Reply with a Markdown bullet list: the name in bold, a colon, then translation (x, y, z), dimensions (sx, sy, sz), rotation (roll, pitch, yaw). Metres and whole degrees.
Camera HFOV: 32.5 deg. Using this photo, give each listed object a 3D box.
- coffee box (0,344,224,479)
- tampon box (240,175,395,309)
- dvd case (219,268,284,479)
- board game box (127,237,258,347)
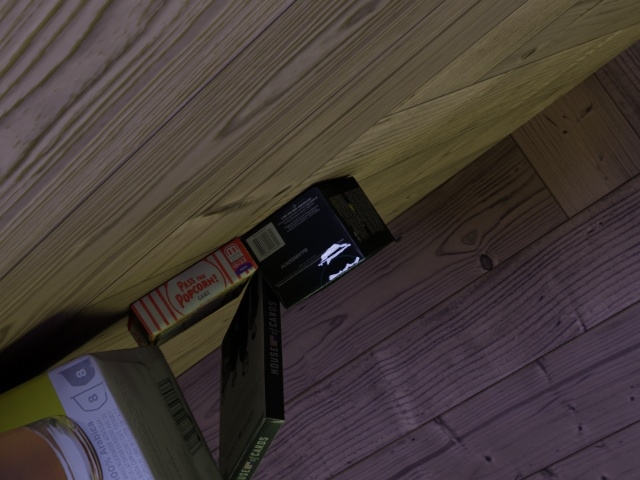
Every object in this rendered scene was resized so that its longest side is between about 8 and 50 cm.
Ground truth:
- **coffee box**: translation (-0.269, 0.327, 1.109), dimensions (0.334, 0.338, 0.338), rotation (-26, 176, -1)
- **tampon box**: translation (0.000, 0.000, 1.327), dimensions (0.120, 0.101, 0.161), rotation (-35, 177, 17)
- **dvd case**: translation (-0.086, 0.166, 1.326), dimensions (0.029, 0.239, 0.179), rotation (11, 135, -17)
- **board game box**: translation (-0.157, 0.072, 1.318), dimensions (0.147, 0.045, 0.193), rotation (-33, 175, -16)
